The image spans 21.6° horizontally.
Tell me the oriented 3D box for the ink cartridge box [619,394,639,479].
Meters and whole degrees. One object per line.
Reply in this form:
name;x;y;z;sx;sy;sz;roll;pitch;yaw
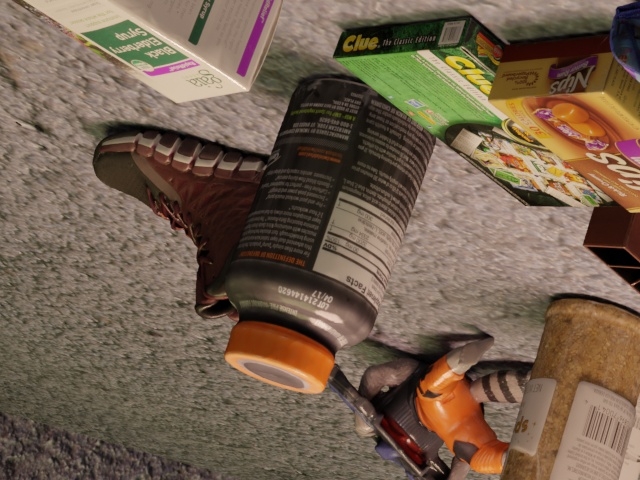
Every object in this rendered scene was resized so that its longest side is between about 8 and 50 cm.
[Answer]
ink cartridge box;0.323;0.226;1.941;0.099;0.135;0.056;26;163;-18

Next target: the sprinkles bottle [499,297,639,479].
sprinkles bottle;0.240;0.240;1.693;0.121;0.355;0.121;17;163;5

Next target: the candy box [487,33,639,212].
candy box;0.223;-0.081;1.226;0.109;0.053;0.187;1;154;48

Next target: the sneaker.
sneaker;-0.123;-0.008;1.650;0.281;0.162;0.106;11;161;26

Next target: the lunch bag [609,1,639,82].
lunch bag;0.329;-0.069;1.053;0.221;0.138;0.293;28;171;-36

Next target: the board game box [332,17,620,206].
board game box;0.142;-0.094;1.320;0.136;0.030;0.260;5;158;47

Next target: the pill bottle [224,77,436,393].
pill bottle;0.000;0.000;1.394;0.130;0.245;0.130;18;163;6

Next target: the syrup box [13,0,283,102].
syrup box;-0.147;-0.195;1.205;0.237;0.096;0.093;32;159;-34

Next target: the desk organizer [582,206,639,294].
desk organizer;0.281;0.009;1.450;0.047;0.050;0.130;4;157;43

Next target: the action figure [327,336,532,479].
action figure;0.185;0.243;2.103;0.341;0.178;0.330;51;159;-14
